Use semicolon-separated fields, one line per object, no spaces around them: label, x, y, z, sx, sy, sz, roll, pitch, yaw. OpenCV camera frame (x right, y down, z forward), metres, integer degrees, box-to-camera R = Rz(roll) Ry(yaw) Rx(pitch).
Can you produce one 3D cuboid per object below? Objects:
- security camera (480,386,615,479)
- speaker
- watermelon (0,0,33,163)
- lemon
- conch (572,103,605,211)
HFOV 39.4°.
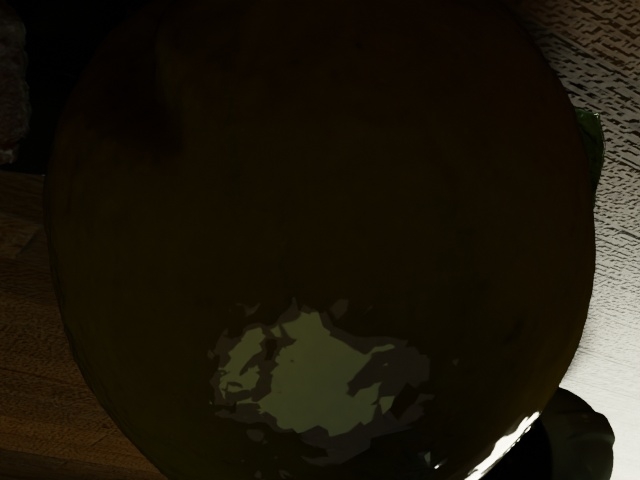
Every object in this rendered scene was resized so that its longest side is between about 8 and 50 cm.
security camera;0.210;0.268;1.027;0.191;0.197;0.277;10;142;-36
speaker;-0.150;-0.112;0.491;0.082;0.044;0.218;7;149;-14
watermelon;-0.261;-0.091;0.433;0.256;0.140;0.193;-4;156;-2
lemon;0.000;-0.001;0.466;0.297;0.297;0.297;-1;149;-1
conch;0.141;-0.055;0.574;0.089;0.074;0.121;-19;106;25
